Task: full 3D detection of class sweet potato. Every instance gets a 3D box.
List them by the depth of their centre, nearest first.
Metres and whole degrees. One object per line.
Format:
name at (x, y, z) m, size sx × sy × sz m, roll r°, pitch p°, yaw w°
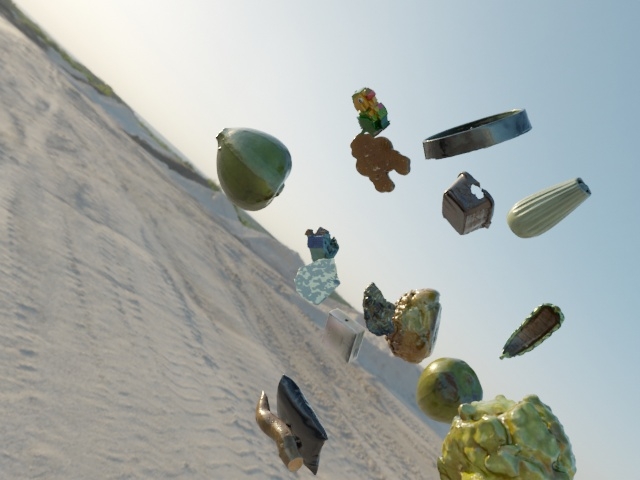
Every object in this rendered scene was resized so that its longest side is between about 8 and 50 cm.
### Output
sweet potato at (-0.134, 0.528, 1.298) m, size 0.059 × 0.067 × 0.281 m, roll 31°, pitch 0°, yaw -39°

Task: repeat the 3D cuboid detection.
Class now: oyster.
oyster at (0.186, 0.218, 1.463) m, size 0.105 × 0.177 × 0.056 m, roll 2°, pitch -25°, yaw -17°

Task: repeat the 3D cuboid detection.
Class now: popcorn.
popcorn at (0.441, 0.509, 1.090) m, size 0.274 × 0.279 × 0.335 m, roll 53°, pitch -21°, yaw 33°

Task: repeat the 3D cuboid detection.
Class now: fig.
fig at (-0.188, -0.192, 1.178) m, size 0.225 × 0.203 × 0.203 m, roll 42°, pitch -3°, yaw -2°
fig at (0.473, 0.577, 1.748) m, size 0.239 × 0.271 × 0.239 m, roll 24°, pitch 45°, yaw -26°

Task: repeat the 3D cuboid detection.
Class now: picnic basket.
picnic basket at (0.614, -0.135, 1.949) m, size 0.222 × 0.129 × 0.297 m, roll 53°, pitch -3°, yaw 25°

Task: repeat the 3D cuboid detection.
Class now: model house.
model house at (0.000, 0.000, 1.960) m, size 0.119 × 0.148 × 0.148 m, roll -5°, pitch -55°, yaw 32°

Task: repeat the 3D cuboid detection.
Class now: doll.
doll at (0.176, -0.463, 1.661) m, size 0.134 × 0.106 × 0.186 m, roll 21°, pitch -33°, yaw 45°

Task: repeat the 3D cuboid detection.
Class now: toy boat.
toy boat at (0.800, 0.358, 1.753) m, size 0.108 × 0.293 × 0.099 m, roll 50°, pitch 10°, yaw 31°

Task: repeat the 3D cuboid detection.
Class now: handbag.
handbag at (-0.065, 0.579, 1.440) m, size 0.254 × 0.089 × 0.211 m, roll 44°, pitch -44°, yaw 39°

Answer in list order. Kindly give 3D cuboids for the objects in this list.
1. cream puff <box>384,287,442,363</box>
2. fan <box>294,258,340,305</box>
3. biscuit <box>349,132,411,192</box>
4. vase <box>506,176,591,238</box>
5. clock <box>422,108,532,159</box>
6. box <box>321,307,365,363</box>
cream puff at (0.410, 0.371, 2.053) m, size 0.231 × 0.343 × 0.327 m, roll 11°, pitch 17°, yaw 23°
fan at (-0.006, 0.110, 1.315) m, size 0.131 × 0.009 × 0.240 m, roll 12°, pitch 32°, yaw 8°
biscuit at (0.227, -0.321, 1.819) m, size 0.044 × 0.186 × 0.295 m, roll 18°, pitch 31°, yaw -54°
vase at (0.709, -0.104, 1.428) m, size 0.128 × 0.128 × 0.248 m, roll 42°, pitch -45°, yaw -7°
clock at (0.409, -0.282, 1.223) m, size 0.280 × 0.280 × 0.055 m, roll -150°, pitch -139°, yaw -74°
box at (0.074, 0.318, 1.534) m, size 0.051 × 0.130 × 0.129 m, roll -15°, pitch 38°, yaw -44°
